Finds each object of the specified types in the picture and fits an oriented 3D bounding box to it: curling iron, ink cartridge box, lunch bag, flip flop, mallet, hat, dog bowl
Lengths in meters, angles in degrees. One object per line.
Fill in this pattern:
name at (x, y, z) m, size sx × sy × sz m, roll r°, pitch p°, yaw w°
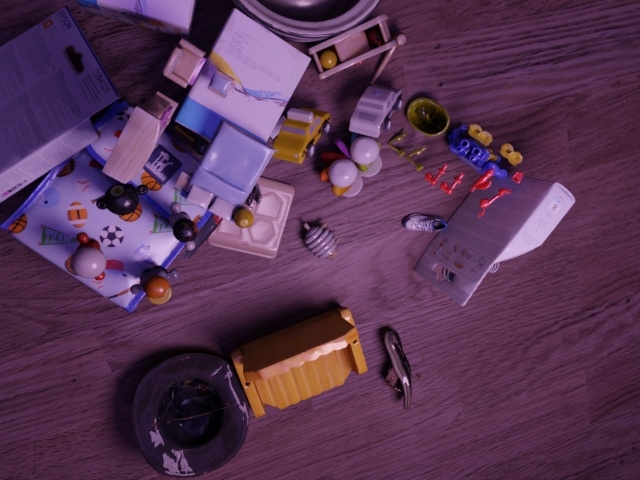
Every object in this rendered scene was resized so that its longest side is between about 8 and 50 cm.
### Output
curling iron at (-0.254, -0.050, 1.217) m, size 0.274 × 0.035 × 0.068 m, roll -44°, pitch 108°, yaw -4°
ink cartridge box at (-0.383, -0.556, 1.014) m, size 0.233 × 0.171 × 0.168 m, roll 10°, pitch 102°, yaw -17°
lunch bag at (-0.452, -0.083, 1.098) m, size 0.328 × 0.239 × 0.385 m, roll 42°, pitch 76°, yaw -20°
ink cartridge box at (-0.187, -0.352, 1.107) m, size 0.197 × 0.198 × 0.270 m, roll 27°, pitch 97°, yaw -19°
ink cartridge box at (0.461, -0.007, 1.313) m, size 0.091 × 0.308 × 0.385 m, roll 34°, pitch 94°, yaw -19°
flip flop at (0.232, 0.404, 1.479) m, size 0.080 × 0.112 × 0.277 m, roll -14°, pitch 112°, yaw 16°
mallet at (-0.350, -0.275, 1.156) m, size 0.190 × 0.062 × 0.039 m, roll 37°, pitch 92°, yaw -20°
hat at (-0.361, 0.472, 1.316) m, size 0.332 × 0.134 × 0.331 m, roll 1°, pitch 85°, yaw -17°
ink cartridge box at (-0.083, -0.266, 1.248) m, size 0.063 × 0.029 × 0.115 m, roll -45°, pitch 112°, yaw -1°
ink cartridge box at (-0.596, -0.291, 0.982) m, size 0.330 × 0.071 × 0.324 m, roll -33°, pitch 67°, yaw -4°
dog bowl at (-0.047, -0.643, 1.064) m, size 0.408 × 0.150 × 0.407 m, roll -1°, pitch 94°, yaw -13°

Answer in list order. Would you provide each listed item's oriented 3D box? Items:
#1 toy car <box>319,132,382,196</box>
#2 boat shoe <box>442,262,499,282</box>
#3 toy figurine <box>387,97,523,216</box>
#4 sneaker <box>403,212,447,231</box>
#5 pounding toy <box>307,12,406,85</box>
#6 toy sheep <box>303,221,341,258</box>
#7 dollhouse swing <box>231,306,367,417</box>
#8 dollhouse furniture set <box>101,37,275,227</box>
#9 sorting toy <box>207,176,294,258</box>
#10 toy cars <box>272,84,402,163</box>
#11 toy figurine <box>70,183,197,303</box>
toy car at (0.074, -0.213, 1.258) m, size 0.136 × 0.159 × 0.182 m, roll 44°, pitch 91°, yaw 16°
boat shoe at (0.501, 0.056, 1.462) m, size 0.255 × 0.079 × 0.095 m, roll -26°, pitch 109°, yaw -7°
toy figurine at (0.398, -0.234, 1.336) m, size 0.363 × 0.217 × 0.191 m, roll 40°, pitch 111°, yaw 22°
sneaker at (0.313, -0.050, 1.395) m, size 0.135 × 0.058 × 0.052 m, roll -2°, pitch 105°, yaw -14°
pounding toy at (0.114, -0.459, 1.182) m, size 0.270 × 0.154 × 0.154 m, roll -27°, pitch 109°, yaw -6°
toy sheep at (0.000, 0.000, 1.314) m, size 0.091 × 0.091 × 0.132 m, roll -44°, pitch 97°, yaw 0°
dollhouse swing at (-0.035, 0.368, 1.285) m, size 0.347 × 0.305 × 0.315 m, roll -20°, pitch 108°, yaw -10°
dollhouse furniture set at (-0.210, -0.182, 0.936) m, size 0.304 × 0.198 × 0.286 m, roll 29°, pitch 108°, yaw -20°
sorting toy at (-0.187, -0.071, 1.272) m, size 0.193 × 0.038 × 0.208 m, roll 14°, pitch 96°, yaw -18°
toy cars at (0.048, -0.315, 1.175) m, size 0.394 × 0.176 × 0.087 m, roll -21°, pitch 142°, yaw -13°
toy figurine at (-0.363, 0.003, 0.943) m, size 0.210 × 0.148 × 0.213 m, roll 30°, pitch 87°, yaw -24°
